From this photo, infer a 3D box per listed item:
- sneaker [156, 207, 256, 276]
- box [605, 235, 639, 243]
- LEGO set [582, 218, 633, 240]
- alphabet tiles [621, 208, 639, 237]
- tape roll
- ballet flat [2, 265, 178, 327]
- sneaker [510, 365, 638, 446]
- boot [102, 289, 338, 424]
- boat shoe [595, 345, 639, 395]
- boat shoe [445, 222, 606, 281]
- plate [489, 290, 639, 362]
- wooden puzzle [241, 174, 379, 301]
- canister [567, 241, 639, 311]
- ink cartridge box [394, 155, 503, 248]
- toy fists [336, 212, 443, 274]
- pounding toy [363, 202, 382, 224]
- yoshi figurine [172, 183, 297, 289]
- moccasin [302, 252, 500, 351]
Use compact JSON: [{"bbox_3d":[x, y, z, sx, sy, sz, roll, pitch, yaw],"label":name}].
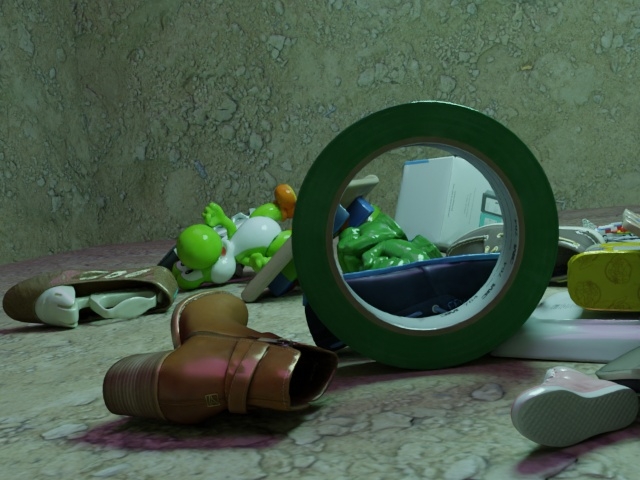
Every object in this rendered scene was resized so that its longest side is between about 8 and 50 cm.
[{"bbox_3d":[-0.279,0.049,1.911,0.330,0.146,0.122,-29,-20,-9],"label":"sneaker"},{"bbox_3d":[0.579,0.029,1.523,0.232,0.059,0.321,-1,6,45],"label":"box"},{"bbox_3d":[0.660,-0.032,1.497,0.182,0.060,0.244,-6,4,32],"label":"LEGO set"},{"bbox_3d":[0.465,0.049,0.808,0.278,0.021,0.284,34,19,16],"label":"alphabet tiles"},{"bbox_3d":[0.124,-0.007,0.888,0.320,0.322,0.077,-5,5,1],"label":"tape roll"},{"bbox_3d":[-0.452,0.122,1.436,0.342,0.116,0.124,-3,23,-20],"label":"ballet flat"},{"bbox_3d":[0.207,0.143,0.633,0.134,0.051,0.070,0,6,-27],"label":"sneaker"},{"bbox_3d":[-0.084,0.124,0.831,0.220,0.109,0.283,-5,7,21],"label":"boot"},{"bbox_3d":[0.312,0.131,0.660,0.075,0.065,0.206,-31,-11,0],"label":"boat shoe"},{"bbox_3d":[0.380,0.030,1.403,0.324,0.117,0.096,-1,12,38],"label":"boat shoe"},{"bbox_3d":[0.391,0.103,0.939,0.277,0.045,0.277,-3,6,31],"label":"plate"},{"bbox_3d":[0.000,0.000,1.595,0.322,0.080,0.348,-49,-6,19],"label":"wooden puzzle"},{"bbox_3d":[0.397,0.043,0.940,0.126,0.074,0.170,-2,4,25],"label":"canister"},{"bbox_3d":[0.340,-0.064,1.663,0.269,0.197,0.198,12,-3,-27],"label":"ink cartridge box"},{"bbox_3d":[0.120,0.032,1.402,0.142,0.096,0.279,-37,29,-8],"label":"toy fists"},{"bbox_3d":[0.137,0.013,1.752,0.110,0.183,0.237,20,1,-3],"label":"pounding toy"},{"bbox_3d":[-0.202,-0.005,1.761,0.362,0.203,0.203,-28,18,-12],"label":"yoshi figurine"},{"bbox_3d":[0.149,0.089,1.009,0.341,0.117,0.138,-10,-8,3],"label":"moccasin"}]
